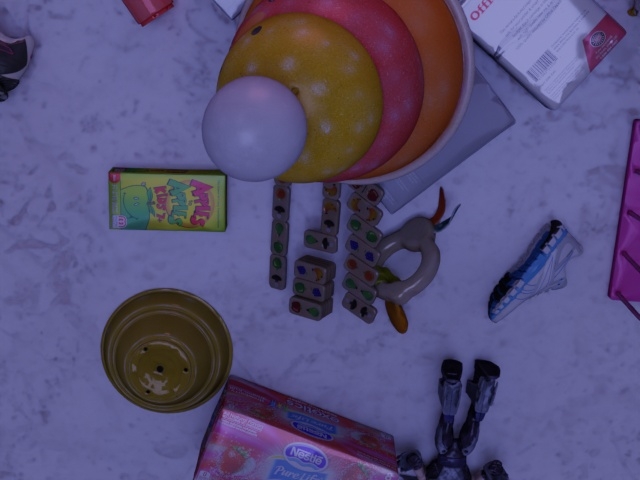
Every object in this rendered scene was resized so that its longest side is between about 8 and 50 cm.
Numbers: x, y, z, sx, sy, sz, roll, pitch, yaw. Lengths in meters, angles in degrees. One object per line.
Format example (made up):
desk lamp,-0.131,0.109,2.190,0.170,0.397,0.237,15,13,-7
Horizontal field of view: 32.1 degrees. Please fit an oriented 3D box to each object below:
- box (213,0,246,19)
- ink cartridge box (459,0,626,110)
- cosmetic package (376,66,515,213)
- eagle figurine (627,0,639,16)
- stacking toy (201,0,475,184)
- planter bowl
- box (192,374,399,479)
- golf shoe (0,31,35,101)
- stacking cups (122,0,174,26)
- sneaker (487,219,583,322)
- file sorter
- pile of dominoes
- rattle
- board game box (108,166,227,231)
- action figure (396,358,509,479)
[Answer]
box,-0.122,-0.388,1.625,0.101,0.102,0.087,-42,102,8
ink cartridge box,0.314,-0.325,1.649,0.218,0.092,0.158,40,100,-11
cosmetic package,0.162,-0.162,1.685,0.238,0.107,0.127,-36,100,5
eagle figurine,0.518,-0.355,1.589,0.226,0.225,0.298,-38,83,7
stacking toy,-0.013,-0.187,1.381,0.350,0.480,0.351,6,110,16
planter bowl,-0.251,0.192,1.775,0.217,0.090,0.217,0,103,0
box,-0.039,0.352,1.784,0.299,0.154,0.142,22,103,-5
golf shoe,-0.558,-0.323,1.653,0.272,0.105,0.120,37,85,-15
stacking cups,-0.319,-0.465,1.616,0.096,0.096,0.316,-34,105,8
sneaker,0.344,0.065,1.760,0.083,0.071,0.191,37,101,-15
file sorter,0.577,-0.020,1.680,0.202,0.182,0.291,4,104,-2
pile of dominoes,0.000,0.000,1.696,0.195,0.040,0.251,15,114,28
rattle,0.167,0.035,1.755,0.143,0.130,0.200,47,69,-27
board game box,-0.237,-0.064,1.735,0.181,0.043,0.092,1,104,-1
action figure,0.218,0.335,1.812,0.185,0.099,0.285,4,108,-10
